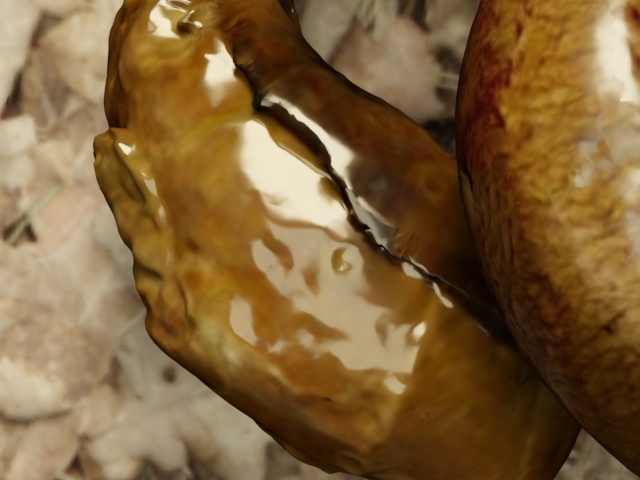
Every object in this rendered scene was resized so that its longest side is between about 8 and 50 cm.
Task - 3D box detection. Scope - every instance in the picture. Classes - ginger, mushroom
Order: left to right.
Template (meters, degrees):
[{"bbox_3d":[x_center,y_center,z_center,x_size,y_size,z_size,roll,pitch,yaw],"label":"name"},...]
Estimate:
[{"bbox_3d":[0.000,0.000,0.764,0.321,0.172,0.165,51,133,-2],"label":"ginger"},{"bbox_3d":[0.214,-0.027,0.691,0.345,0.239,0.345,0,90,-10],"label":"mushroom"}]
